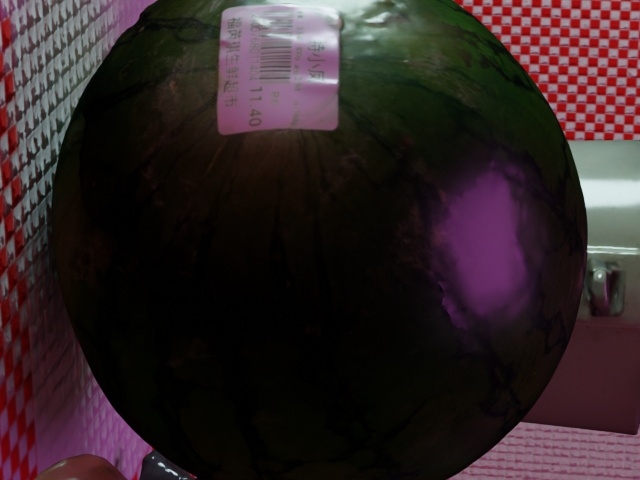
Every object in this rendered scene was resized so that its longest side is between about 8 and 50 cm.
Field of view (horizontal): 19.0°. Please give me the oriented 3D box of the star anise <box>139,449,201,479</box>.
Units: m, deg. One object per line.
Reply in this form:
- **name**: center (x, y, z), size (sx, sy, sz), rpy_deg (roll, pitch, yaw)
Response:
- **star anise**: center (-0.046, 0.293, 1.344), size (0.331, 0.117, 0.331), rpy_deg (52, -20, 28)

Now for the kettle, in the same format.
- **kettle**: center (0.084, 0.033, 1.591), size (0.361, 0.377, 0.250), rpy_deg (-24, 117, -81)

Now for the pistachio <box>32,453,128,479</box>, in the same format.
- **pistachio**: center (-0.135, 0.235, 1.032), size (0.157, 0.157, 0.229), rpy_deg (71, 11, -68)

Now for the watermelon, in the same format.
- **watermelon**: center (0.000, 0.000, 1.178), size (0.363, 0.363, 0.363), rpy_deg (3, 90, -82)
